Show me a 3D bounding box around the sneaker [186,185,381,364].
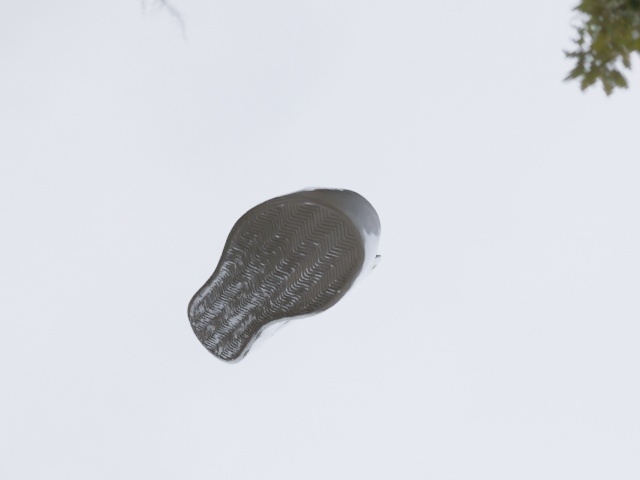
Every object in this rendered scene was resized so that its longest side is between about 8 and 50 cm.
[{"bbox_3d":[0.000,0.000,1.007,0.169,0.108,0.292,-36,179,-35],"label":"sneaker"}]
